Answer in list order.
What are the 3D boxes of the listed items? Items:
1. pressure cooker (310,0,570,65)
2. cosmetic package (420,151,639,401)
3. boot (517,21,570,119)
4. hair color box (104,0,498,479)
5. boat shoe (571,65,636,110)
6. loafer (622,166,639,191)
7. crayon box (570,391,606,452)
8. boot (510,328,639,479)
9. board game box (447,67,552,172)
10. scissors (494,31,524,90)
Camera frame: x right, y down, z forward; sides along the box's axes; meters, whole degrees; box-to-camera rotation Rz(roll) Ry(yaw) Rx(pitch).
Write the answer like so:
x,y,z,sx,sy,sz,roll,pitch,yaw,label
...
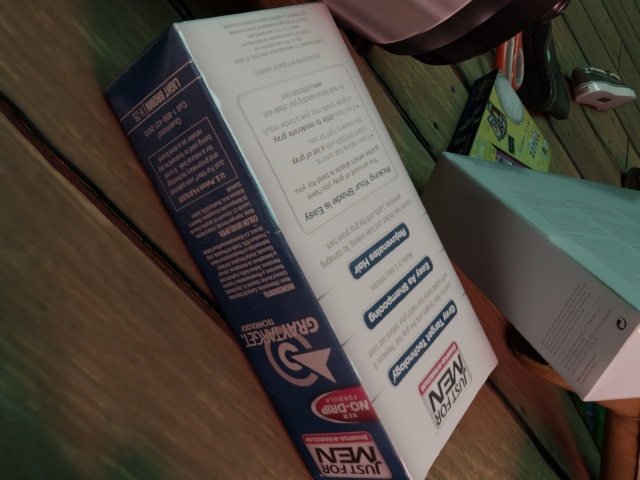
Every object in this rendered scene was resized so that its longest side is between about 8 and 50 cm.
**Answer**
x,y,z,sx,sy,sz,roll,pitch,yaw,label
0.081,-0.352,0.478,0.421,0.375,0.370,25,15,-25,pressure cooker
0.328,0.030,0.634,0.378,0.097,0.284,6,32,-28,cosmetic package
0.386,-0.310,1.032,0.137,0.077,0.197,4,85,-50,boot
0.000,0.000,0.474,0.174,0.105,0.347,-34,99,-47,hair color box
0.593,-0.322,1.238,0.219,0.078,0.070,-2,77,-45,boat shoe
0.693,-0.062,1.237,0.080,0.078,0.219,27,57,-37,loafer
0.457,0.235,0.874,0.165,0.081,0.278,-40,104,-47,crayon box
0.361,0.238,0.737,0.089,0.236,0.269,-41,128,-35,boot
0.253,-0.110,0.827,0.165,0.042,0.243,49,46,-21,board game box
0.303,-0.372,0.914,0.109,0.021,0.296,-16,113,-51,scissors
